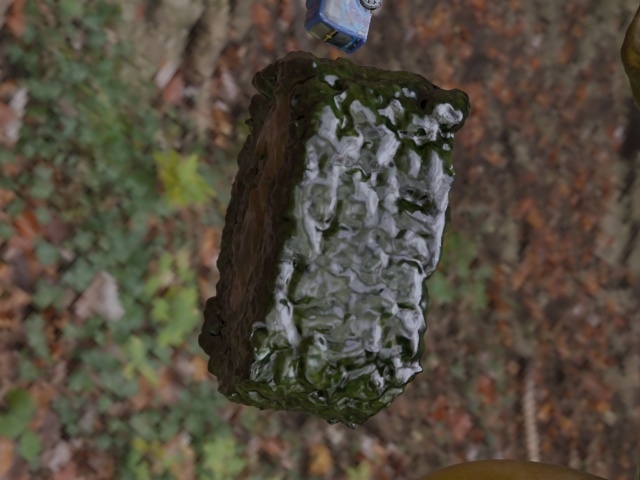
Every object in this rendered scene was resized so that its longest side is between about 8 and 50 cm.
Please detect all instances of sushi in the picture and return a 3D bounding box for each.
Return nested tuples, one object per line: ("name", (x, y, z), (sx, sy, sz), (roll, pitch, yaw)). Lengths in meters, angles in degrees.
("sushi", (0.000, 0.000, 1.676), (0.178, 0.294, 0.351), (12, 91, -17))

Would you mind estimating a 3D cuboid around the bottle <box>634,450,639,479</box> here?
("bottle", (0.407, 0.243, 1.877), (0.112, 0.112, 0.260), (-64, 173, 19))

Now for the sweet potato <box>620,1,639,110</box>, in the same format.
("sweet potato", (0.505, -0.148, 1.991), (0.158, 0.370, 0.158), (-49, 172, -9))

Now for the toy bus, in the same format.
("toy bus", (0.028, -0.241, 1.479), (0.051, 0.061, 0.153), (151, -45, -69))

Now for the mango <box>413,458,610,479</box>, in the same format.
("mango", (0.213, 0.358, 1.917), (0.199, 0.384, 0.221), (-72, 159, -70))
